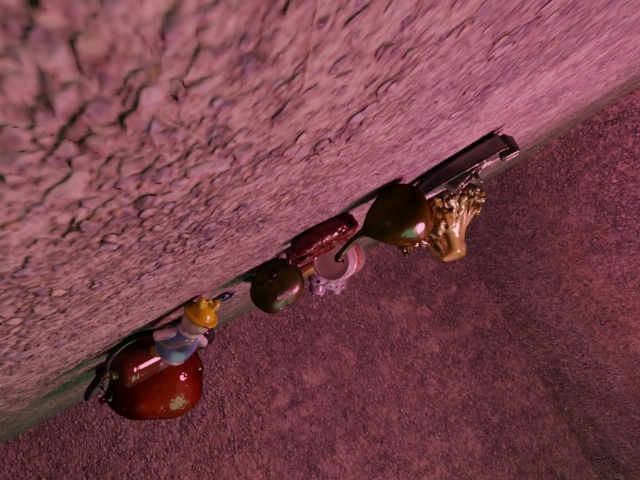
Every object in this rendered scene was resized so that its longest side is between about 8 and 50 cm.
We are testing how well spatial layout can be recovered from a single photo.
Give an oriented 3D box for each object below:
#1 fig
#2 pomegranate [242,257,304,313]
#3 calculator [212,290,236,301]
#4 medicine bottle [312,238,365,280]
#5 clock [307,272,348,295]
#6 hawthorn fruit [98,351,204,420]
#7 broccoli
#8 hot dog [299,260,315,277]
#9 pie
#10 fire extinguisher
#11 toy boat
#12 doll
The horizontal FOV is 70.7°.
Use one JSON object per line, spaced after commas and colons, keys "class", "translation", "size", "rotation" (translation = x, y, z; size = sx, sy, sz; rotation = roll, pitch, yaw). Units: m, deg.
{"class": "fig", "translation": [0.140, -0.041, 1.086], "size": [0.259, 0.152, 0.151], "rotation": [-20, 177, 16]}
{"class": "pomegranate", "translation": [-0.133, 0.120, 1.246], "size": [0.152, 0.131, 0.191], "rotation": [-32, -162, -20]}
{"class": "calculator", "translation": [-0.304, 0.181, 1.397], "size": [0.094, 0.019, 0.141], "rotation": [-28, 175, -4]}
{"class": "medicine bottle", "translation": [0.064, 0.063, 1.543], "size": [0.144, 0.145, 0.252], "rotation": [-31, 171, 14]}
{"class": "clock", "translation": [0.014, 0.168, 2.131], "size": [0.188, 0.189, 0.254], "rotation": [-31, 168, 15]}
{"class": "hawthorn fruit", "translation": [-0.537, 0.460, 1.490], "size": [0.311, 0.295, 0.295], "rotation": [-28, 174, -3]}
{"class": "broccoli", "translation": [0.388, -0.083, 1.516], "size": [0.334, 0.272, 0.324], "rotation": [-25, 137, 28]}
{"class": "hot dog", "translation": [-0.020, 0.105, 1.943], "size": [0.215, 0.047, 0.066], "rotation": [-27, 159, -13]}
{"class": "pie", "translation": [0.000, 0.000, 1.142], "size": [0.204, 0.054, 0.218], "rotation": [-25, 171, -30]}
{"class": "fire extinguisher", "translation": [-0.477, 0.294, 1.270], "size": [0.376, 0.113, 0.200], "rotation": [-24, 130, -48]}
{"class": "toy boat", "translation": [0.364, -0.172, 1.199], "size": [0.319, 0.092, 0.141], "rotation": [-30, 172, 21]}
{"class": "doll", "translation": [-0.342, 0.234, 1.154], "size": [0.241, 0.135, 0.099], "rotation": [-48, -167, 20]}
